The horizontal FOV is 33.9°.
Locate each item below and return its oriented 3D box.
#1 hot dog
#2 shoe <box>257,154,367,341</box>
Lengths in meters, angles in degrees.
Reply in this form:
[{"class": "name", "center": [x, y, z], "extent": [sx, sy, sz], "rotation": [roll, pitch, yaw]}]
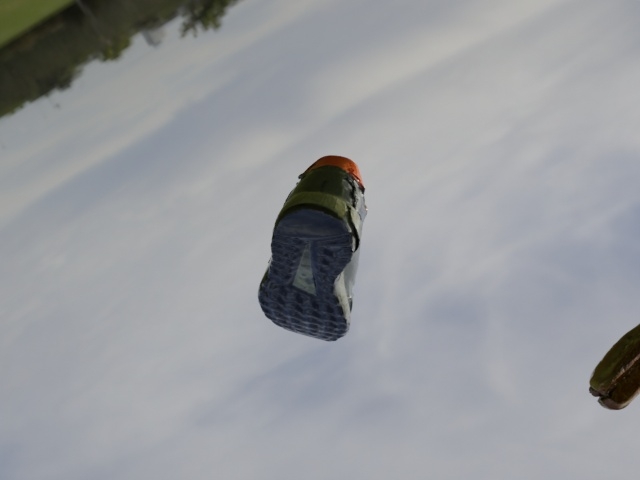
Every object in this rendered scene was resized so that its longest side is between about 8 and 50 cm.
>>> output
[{"class": "hot dog", "center": [0.527, 0.190, 1.735], "extent": [0.236, 0.092, 0.062], "rotation": [-34, -169, -28]}, {"class": "shoe", "center": [0.000, 0.000, 1.427], "extent": [0.336, 0.132, 0.171], "rotation": [97, 9, -56]}]
